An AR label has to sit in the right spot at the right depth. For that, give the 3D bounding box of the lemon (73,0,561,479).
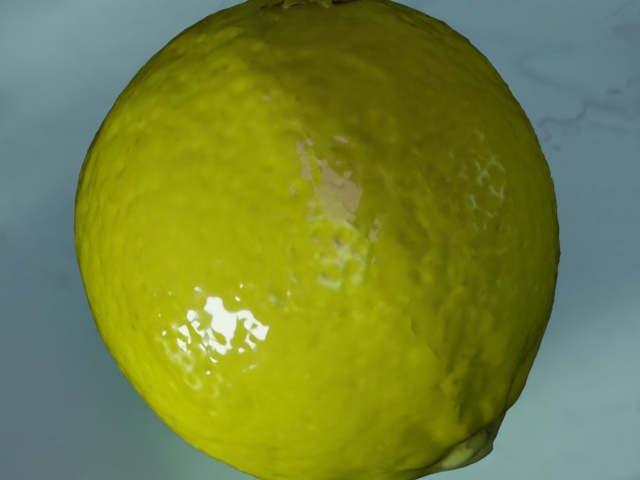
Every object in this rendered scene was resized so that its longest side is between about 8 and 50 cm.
[{"bbox_3d":[-0.001,-0.001,1.012,0.293,0.293,0.293,1,68,-3],"label":"lemon"}]
